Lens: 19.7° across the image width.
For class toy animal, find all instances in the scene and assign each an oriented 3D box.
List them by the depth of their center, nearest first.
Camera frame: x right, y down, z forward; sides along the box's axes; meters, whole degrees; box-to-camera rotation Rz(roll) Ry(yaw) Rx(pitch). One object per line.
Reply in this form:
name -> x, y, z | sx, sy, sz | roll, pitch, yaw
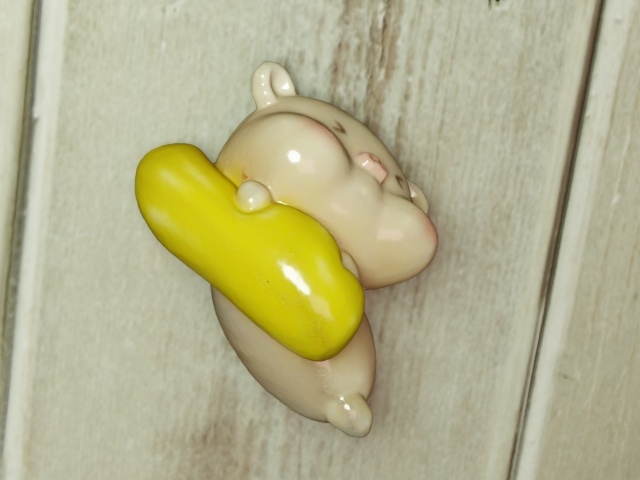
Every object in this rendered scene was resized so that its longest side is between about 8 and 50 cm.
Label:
toy animal -> 0.012, 0.007, 1.747 | 0.247, 0.277, 0.345 | -40, 115, -16
